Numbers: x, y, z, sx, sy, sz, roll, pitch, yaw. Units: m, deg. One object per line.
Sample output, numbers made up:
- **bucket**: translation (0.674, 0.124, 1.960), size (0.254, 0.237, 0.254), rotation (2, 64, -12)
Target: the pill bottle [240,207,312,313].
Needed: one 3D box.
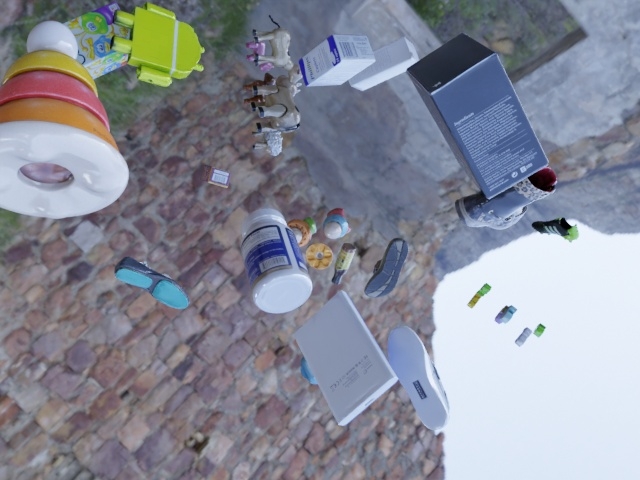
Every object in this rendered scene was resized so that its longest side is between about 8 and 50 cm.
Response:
- **pill bottle**: translation (-0.125, 0.046, 1.599), size (0.153, 0.153, 0.264), rotation (-40, -136, 20)

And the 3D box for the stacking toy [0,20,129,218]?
- **stacking toy**: translation (-0.637, -0.324, 1.458), size (0.351, 0.351, 0.479), rotation (-35, -128, 41)

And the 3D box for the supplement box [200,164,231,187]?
- **supplement box**: translation (-0.273, -0.168, 1.596), size (0.083, 0.055, 0.043), rotation (22, -83, 62)

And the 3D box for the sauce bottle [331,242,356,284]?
- **sauce bottle**: translation (0.063, 0.068, 1.744), size (0.042, 0.042, 0.128), rotation (-61, 171, -64)

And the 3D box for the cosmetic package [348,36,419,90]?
- **cosmetic package**: translation (0.210, -0.598, 2.085), size (0.231, 0.085, 0.117), rotation (-21, 176, 23)

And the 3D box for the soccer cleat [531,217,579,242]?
- **soccer cleat**: translation (0.796, -0.049, 2.075), size (0.060, 0.072, 0.179), rotation (-28, -151, -27)

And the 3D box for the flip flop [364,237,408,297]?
- **flip flop**: translation (0.258, 0.105, 2.411), size (0.080, 0.112, 0.276), rotation (-118, -134, -63)

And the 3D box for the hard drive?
- **hard drive**: translation (0.063, 0.326, 1.732), size (0.210, 0.040, 0.318), rotation (-45, -131, 16)

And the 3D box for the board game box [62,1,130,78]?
- **board game box**: translation (-0.713, -0.588, 1.874), size (0.275, 0.144, 0.142), rotation (-31, -175, -15)

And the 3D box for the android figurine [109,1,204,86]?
- **android figurine**: translation (-0.463, -0.565, 1.767), size (0.056, 0.273, 0.248), rotation (-22, -115, 53)

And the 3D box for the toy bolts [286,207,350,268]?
- **toy bolts**: translation (0.000, 0.000, 2.159), size (0.229, 0.218, 0.158), rotation (-24, -171, 17)

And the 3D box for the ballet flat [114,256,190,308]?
- **ballet flat**: translation (-0.409, 0.098, 1.511), size (0.074, 0.203, 0.074), rotation (-41, -148, 32)

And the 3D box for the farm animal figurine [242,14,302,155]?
- **farm animal figurine**: translation (-0.130, -0.472, 1.914), size (0.172, 0.326, 0.330), rotation (-6, 163, -15)

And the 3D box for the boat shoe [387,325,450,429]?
- **boat shoe**: translation (0.287, 0.381, 1.739), size (0.108, 0.301, 0.102), rotation (-30, 170, 20)

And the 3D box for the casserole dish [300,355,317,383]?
- **casserole dish**: translation (0.021, 0.428, 2.151), size (0.189, 0.114, 0.037), rotation (-20, 163, -20)

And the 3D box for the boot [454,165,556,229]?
- **boot**: translation (0.668, -0.154, 2.074), size (0.378, 0.138, 0.284), rotation (-1, 158, -41)

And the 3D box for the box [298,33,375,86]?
- **box**: translation (0.038, -0.437, 1.490), size (0.126, 0.072, 0.137), rotation (-16, 176, -43)

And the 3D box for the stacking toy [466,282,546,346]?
- **stacking toy**: translation (0.439, 0.180, 1.465), size (0.052, 0.167, 0.221), rotation (-51, 167, -4)

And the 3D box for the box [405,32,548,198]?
- **box**: translation (0.467, -0.379, 1.847), size (0.212, 0.395, 0.293), rotation (-32, -151, 11)
